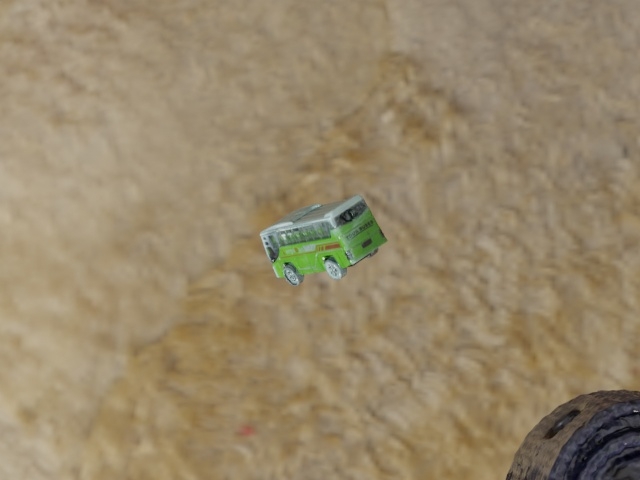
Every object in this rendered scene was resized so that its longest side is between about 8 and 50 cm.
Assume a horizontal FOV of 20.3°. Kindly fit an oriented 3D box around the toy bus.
[{"bbox_3d":[0.000,0.000,0.955,0.031,0.083,0.037,-34,102,-29],"label":"toy bus"}]

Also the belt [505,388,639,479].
[{"bbox_3d":[0.179,0.173,0.809,0.140,0.126,0.230,-33,90,-3],"label":"belt"}]
